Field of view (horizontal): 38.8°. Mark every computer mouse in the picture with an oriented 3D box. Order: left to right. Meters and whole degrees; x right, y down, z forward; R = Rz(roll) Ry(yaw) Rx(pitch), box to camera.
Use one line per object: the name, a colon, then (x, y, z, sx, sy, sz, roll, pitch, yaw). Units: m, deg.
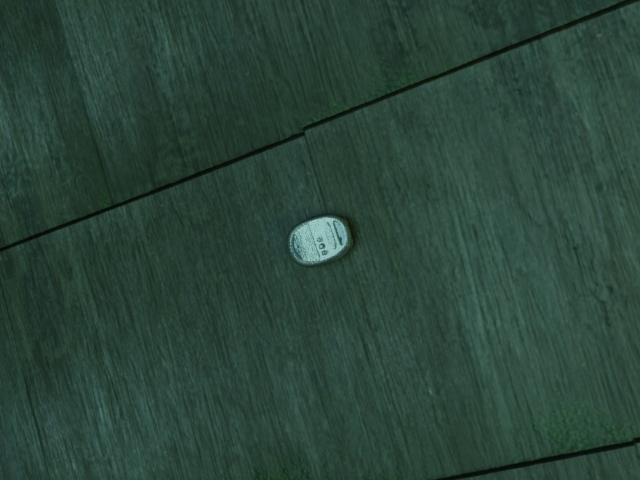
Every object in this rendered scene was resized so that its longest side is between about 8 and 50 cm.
computer mouse: (0.000, 0.000, 1.215, 0.096, 0.039, 0.066, -19, 87, 21)
